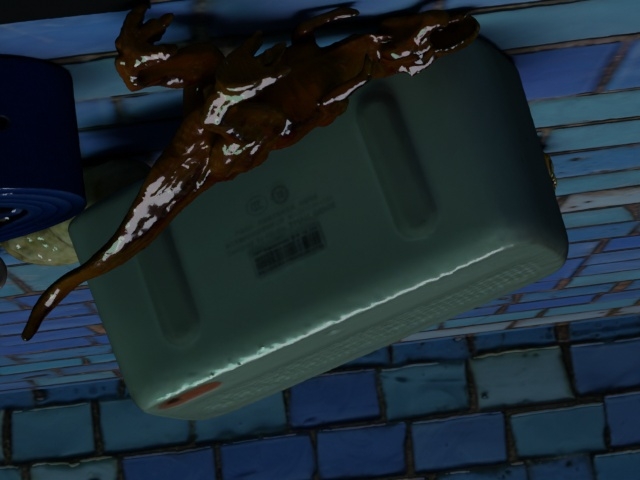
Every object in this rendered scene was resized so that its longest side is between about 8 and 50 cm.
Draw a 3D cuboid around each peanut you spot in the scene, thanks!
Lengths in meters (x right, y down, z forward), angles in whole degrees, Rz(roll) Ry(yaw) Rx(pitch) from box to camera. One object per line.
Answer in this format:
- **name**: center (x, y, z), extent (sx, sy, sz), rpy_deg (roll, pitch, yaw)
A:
- **peanut**: center (-0.234, -0.025, 1.574), extent (0.104, 0.085, 0.228), rpy_deg (15, 159, -39)

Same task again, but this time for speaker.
- **speaker**: center (0.000, 0.000, 1.383), extent (0.406, 0.184, 0.183), rpy_deg (-25, 163, 18)

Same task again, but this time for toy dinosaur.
- **toy dinosaur**: center (-0.086, -0.087, 1.200), extent (0.432, 0.097, 0.208), rpy_deg (-29, 155, 3)

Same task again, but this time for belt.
- **belt**: center (-0.356, -0.049, 1.290), extent (0.347, 0.117, 0.212), rpy_deg (-11, 170, 18)

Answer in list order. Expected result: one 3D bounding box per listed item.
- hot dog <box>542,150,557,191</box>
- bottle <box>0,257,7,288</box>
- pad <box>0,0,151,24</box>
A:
- **hot dog**: center (0.122, -0.047, 1.726), extent (0.269, 0.072, 0.115), rpy_deg (-12, 175, 23)
- **bottle**: center (-0.420, 0.051, 1.908), extent (0.053, 0.053, 0.140), rpy_deg (2, 166, -39)
- **pad**: center (-0.237, -0.167, 1.064), extent (0.243, 0.004, 0.163), rpy_deg (-7, 168, -3)
